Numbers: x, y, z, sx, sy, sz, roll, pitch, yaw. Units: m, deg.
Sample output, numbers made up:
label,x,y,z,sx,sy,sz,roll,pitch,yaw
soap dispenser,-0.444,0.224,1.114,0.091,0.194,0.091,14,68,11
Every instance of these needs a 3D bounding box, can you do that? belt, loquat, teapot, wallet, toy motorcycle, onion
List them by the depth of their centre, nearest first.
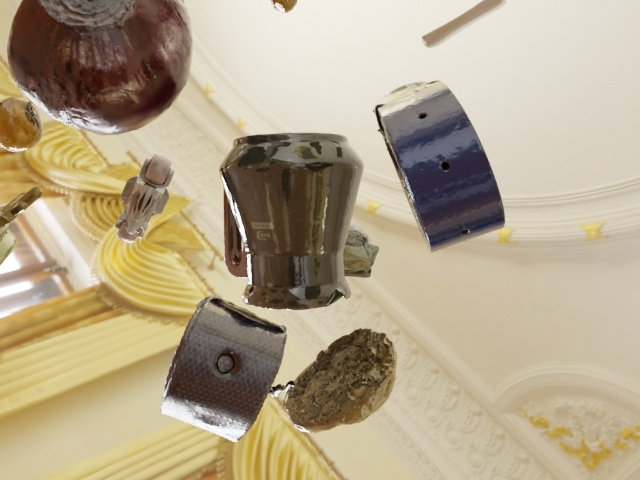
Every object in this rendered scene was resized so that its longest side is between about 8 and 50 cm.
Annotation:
label,x,y,z,sx,sy,sz,roll,pitch,yaw
belt,-0.098,0.145,0.668,0.126,0.139,0.230,22,-20,-4
belt,0.167,-0.119,0.905,0.117,0.347,0.212,-21,-64,9
onion,-0.357,-0.344,1.065,0.260,0.336,0.282,32,-31,3
wallet,0.303,-0.467,1.274,0.190,0.095,0.033,-26,-85,28
teapot,-0.083,-0.036,1.287,0.376,0.306,0.361,1,-86,44
toy motorcycle,-0.422,-0.091,1.423,0.112,0.112,0.254,48,-60,25
loquat,-0.804,-0.307,1.576,0.141,0.141,0.141,19,-63,42

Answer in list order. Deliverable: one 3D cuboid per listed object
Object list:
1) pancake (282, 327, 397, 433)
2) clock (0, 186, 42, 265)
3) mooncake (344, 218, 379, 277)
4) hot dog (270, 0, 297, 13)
label,x,y,z,sx,sy,sz,roll,pitch,yaw
pancake,0.046,0.305,1.309,0.282,0.282,0.049,-2,-51,48
clock,-0.475,0.033,0.717,0.235,0.308,0.096,3,-45,55
mooncake,0.001,-0.005,1.558,0.254,0.250,0.136,40,-64,61
hot dog,-0.103,-0.532,1.091,0.062,0.092,0.235,-15,-50,13
